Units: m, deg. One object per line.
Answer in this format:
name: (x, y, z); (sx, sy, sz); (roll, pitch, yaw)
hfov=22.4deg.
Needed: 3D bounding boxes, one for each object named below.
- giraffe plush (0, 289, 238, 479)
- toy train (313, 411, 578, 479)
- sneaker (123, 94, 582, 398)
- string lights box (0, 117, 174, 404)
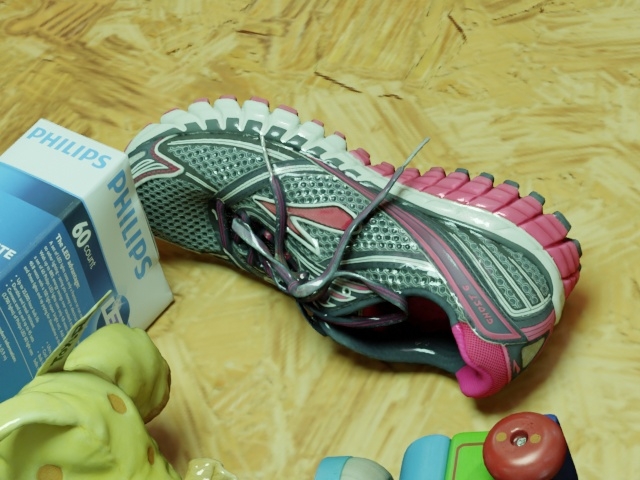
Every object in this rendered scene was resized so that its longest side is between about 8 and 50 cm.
giraffe plush: (-0.097, 0.145, 0.841); (0.170, 0.210, 0.181); (44, 49, 3)
toy train: (0.052, 0.203, 0.787); (0.143, 0.105, 0.248); (-6, 45, 21)
sneaker: (0.000, 0.000, 0.970); (0.299, 0.121, 0.112); (15, 54, 23)
string lights box: (-0.204, 0.065, 0.938); (0.076, 0.133, 0.260); (22, 54, 29)
